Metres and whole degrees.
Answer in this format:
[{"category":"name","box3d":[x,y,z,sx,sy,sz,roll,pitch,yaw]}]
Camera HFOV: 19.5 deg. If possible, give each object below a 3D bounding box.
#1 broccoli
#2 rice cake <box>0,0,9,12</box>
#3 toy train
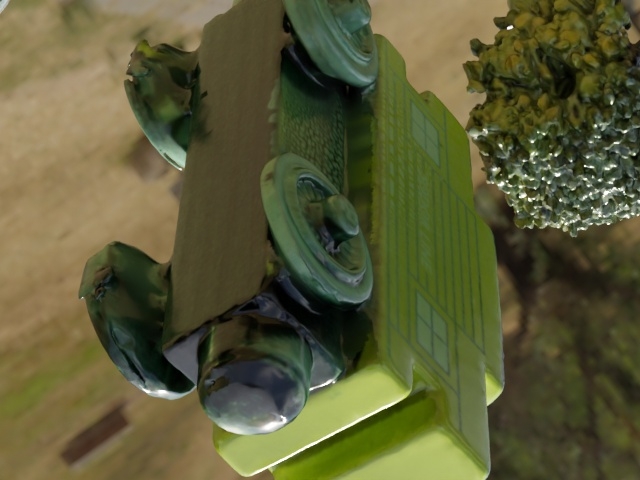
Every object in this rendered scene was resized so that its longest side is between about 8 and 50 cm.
[{"category":"broccoli","box3d":[0.200,-0.116,1.664,0.180,0.273,0.242,-35,144,-11]},{"category":"rice cake","box3d":[-0.332,-0.154,1.617,0.207,0.033,0.033,-47,-179,23]},{"category":"toy train","box3d":[0.000,0.000,1.234,0.179,0.272,0.442,-29,-149,23]}]
